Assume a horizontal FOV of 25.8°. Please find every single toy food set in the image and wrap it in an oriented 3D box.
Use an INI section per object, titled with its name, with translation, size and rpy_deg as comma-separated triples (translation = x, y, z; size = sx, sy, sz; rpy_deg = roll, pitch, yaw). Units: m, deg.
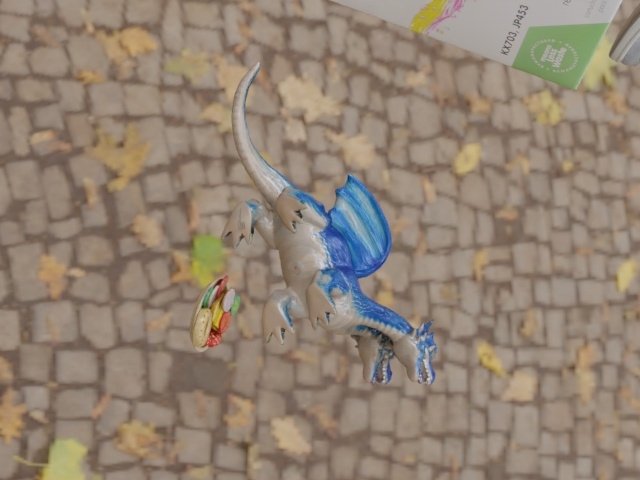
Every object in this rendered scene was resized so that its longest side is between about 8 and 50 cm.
[toy food set]
translation = -0.111, 0.077, 1.456
size = 0.083, 0.020, 0.082
rpy_deg = 57, 52, -66

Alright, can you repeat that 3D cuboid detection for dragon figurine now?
[dragon figurine]
translation = 0.000, 0.000, 1.153
size = 0.144, 0.085, 0.289
rpy_deg = -14, 80, -58

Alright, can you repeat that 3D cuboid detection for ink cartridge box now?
[ink cartridge box]
translation = 0.118, -0.300, 1.324
size = 0.354, 0.207, 0.119
rpy_deg = 20, 58, 3

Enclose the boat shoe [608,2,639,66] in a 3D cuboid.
[boat shoe]
translation = 0.492, -0.314, 1.724
size = 0.103, 0.320, 0.118
rpy_deg = 46, 29, -4
